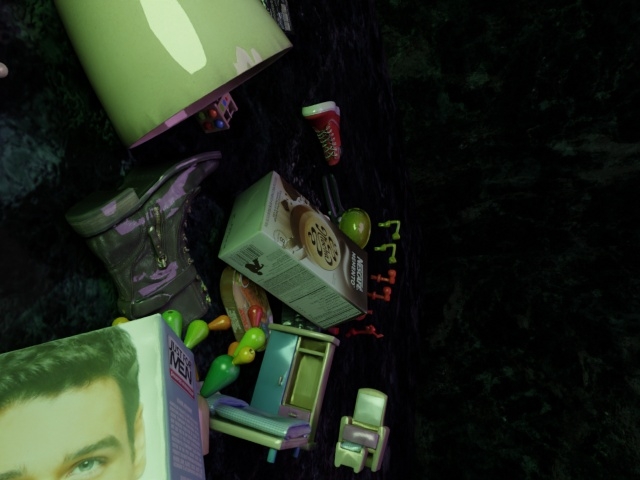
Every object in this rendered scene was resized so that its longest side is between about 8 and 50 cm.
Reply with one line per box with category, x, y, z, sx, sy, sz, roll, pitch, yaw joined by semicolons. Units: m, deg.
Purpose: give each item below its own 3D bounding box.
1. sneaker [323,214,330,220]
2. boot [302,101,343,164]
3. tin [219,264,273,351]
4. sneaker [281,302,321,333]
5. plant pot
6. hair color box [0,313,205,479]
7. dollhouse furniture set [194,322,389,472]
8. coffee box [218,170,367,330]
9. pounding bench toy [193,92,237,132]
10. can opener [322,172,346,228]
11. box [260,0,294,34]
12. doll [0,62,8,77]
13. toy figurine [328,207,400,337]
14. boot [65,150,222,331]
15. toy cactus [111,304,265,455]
sneaker;0.000;0.000;1.251;0.070;0.051;0.134;-45;139;-41
boot;0.017;-0.314;1.320;0.244;0.088;0.176;-30;114;-71
tin;-0.142;0.128;0.861;0.106;0.040;0.190;-59;138;-63
sneaker;-0.039;0.125;1.075;0.131;0.112;0.319;91;8;-55
plant pot;-0.214;-0.296;0.542;0.274;0.256;0.256;57;30;-20
hair color box;-0.180;0.262;0.323;0.114;0.185;0.375;84;-10;-55
dollhouse furniture set;-0.046;0.225;0.694;0.303;0.286;0.198;53;48;-63
coffee box;-0.038;0.029;0.881;0.297;0.118;0.168;40;37;-32
pounding bench toy;-0.197;-0.243;0.787;0.083;0.052;0.065;62;31;-45
can opener;0.041;-0.118;1.389;0.059;0.073;0.186;-31;117;-24
box;-0.136;-0.548;0.981;0.147;0.077;0.180;-50;131;-62
doll;-0.346;-0.191;0.394;0.129;0.046;0.189;42;46;-59
toy figurine;0.092;0.075;1.151;0.217;0.191;0.363;38;65;-73
boot;-0.210;0.009;0.633;0.263;0.091;0.229;-45;129;-41
toy cactus;-0.164;0.169;0.543;0.112;0.218;0.181;134;-55;-60
